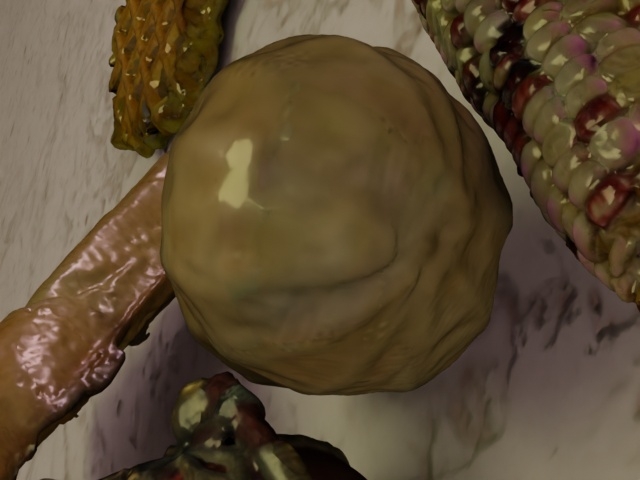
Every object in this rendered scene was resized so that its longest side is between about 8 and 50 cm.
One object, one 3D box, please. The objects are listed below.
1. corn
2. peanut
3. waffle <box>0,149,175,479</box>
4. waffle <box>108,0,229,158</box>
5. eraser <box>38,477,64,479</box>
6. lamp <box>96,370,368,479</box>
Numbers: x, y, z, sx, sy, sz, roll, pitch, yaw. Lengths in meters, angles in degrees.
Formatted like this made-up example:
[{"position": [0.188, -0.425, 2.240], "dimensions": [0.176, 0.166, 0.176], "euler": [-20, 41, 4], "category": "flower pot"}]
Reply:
[{"position": [0.083, -0.084, 0.440], "dimensions": [0.092, 0.092, 0.280], "euler": [-59, 29, 31], "category": "corn"}, {"position": [0.000, 0.000, 0.480], "dimensions": [0.290, 0.130, 0.130], "euler": [143, 141, -81], "category": "peanut"}, {"position": [-0.203, 0.111, 0.779], "dimensions": [0.348, 0.077, 0.304], "euler": [-45, 5, 34], "category": "waffle"}, {"position": [-0.128, -0.192, 1.029], "dimensions": [0.254, 0.052, 0.245], "euler": [-4, 73, 64], "category": "waffle"}, {"position": [-0.147, 0.203, 0.724], "dimensions": [0.210, 0.124, 0.068], "euler": [-40, 40, 51], "category": "eraser"}, {"position": [-0.046, 0.174, 0.488], "dimensions": [0.215, 0.151, 0.223], "euler": [145, 134, -61], "category": "lamp"}]
